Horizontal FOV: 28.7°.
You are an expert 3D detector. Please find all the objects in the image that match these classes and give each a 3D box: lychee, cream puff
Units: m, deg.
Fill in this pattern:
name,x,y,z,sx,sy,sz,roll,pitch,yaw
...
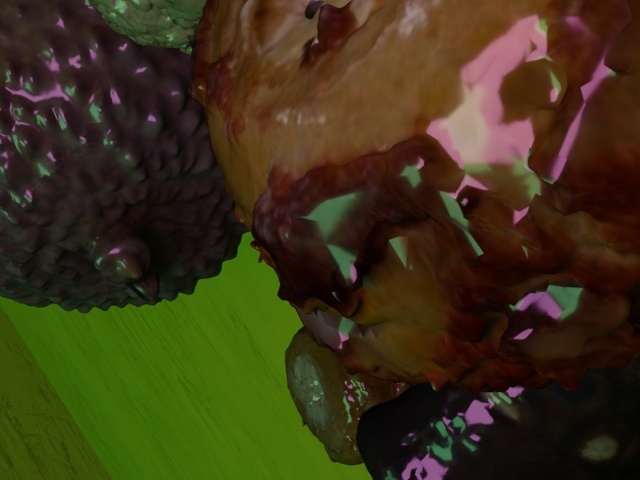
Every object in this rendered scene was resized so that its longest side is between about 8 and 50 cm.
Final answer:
name,x,y,z,sx,sy,sz,roll,pitch,yaw
lychee,-0.221,-0.119,1.121,0.380,0.380,0.432,91,157,-50
cream puff,0.042,0.134,1.192,0.150,0.115,0.165,122,133,-57
cream puff,0.091,-0.092,0.535,0.350,0.229,0.350,-33,48,46

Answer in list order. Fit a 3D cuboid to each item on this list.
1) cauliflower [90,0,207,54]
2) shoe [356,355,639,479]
name,x,y,z,sx,sy,sz,roll,pitch,yaw
cauliflower,-0.080,-0.276,0.897,0.272,0.275,0.250,34,-161,-11
shoe,0.134,0.098,0.815,0.171,0.237,0.384,43,152,34
